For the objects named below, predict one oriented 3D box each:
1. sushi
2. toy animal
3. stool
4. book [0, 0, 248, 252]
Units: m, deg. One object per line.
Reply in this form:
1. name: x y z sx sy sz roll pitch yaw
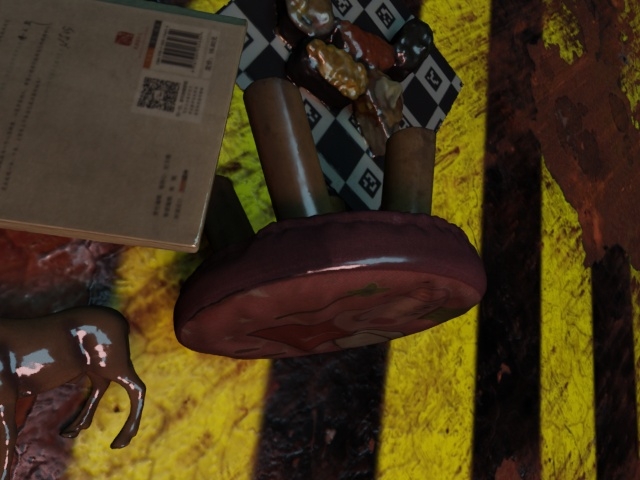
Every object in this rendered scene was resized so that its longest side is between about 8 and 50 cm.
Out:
1. sushi: 0.067 -0.252 0.674 0.343 0.064 0.359 45 57 -21
2. toy animal: -0.251 0.086 0.363 0.214 0.094 0.186 -13 98 -37
3. stool: 0.000 0.000 0.463 0.272 0.272 0.178 8 62 -35
4. book: -0.212 -0.108 0.376 0.283 0.025 0.214 10 72 -3
